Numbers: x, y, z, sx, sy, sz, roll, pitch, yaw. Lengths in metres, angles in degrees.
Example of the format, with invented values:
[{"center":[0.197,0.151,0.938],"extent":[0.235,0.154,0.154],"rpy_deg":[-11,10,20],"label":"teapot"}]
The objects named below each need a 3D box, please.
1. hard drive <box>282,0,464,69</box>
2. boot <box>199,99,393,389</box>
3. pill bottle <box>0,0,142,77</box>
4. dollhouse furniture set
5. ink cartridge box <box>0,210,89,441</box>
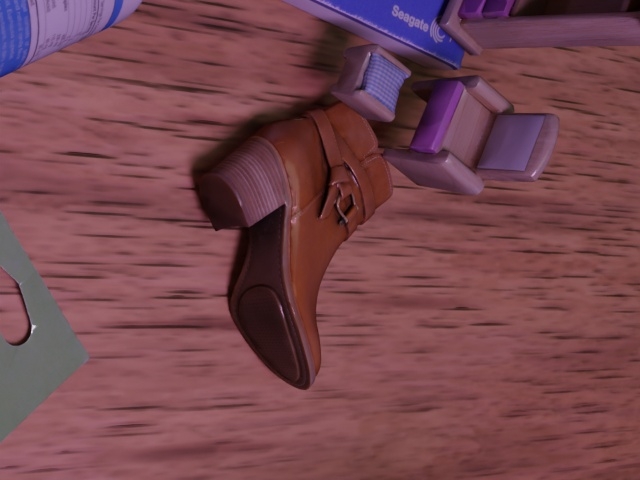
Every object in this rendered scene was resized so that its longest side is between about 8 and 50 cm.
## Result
[{"center":[0.067,-0.317,1.126],"extent":[0.210,0.040,0.318],"rpy_deg":[18,84,-42],"label":"hard drive"},{"center":[0.000,0.000,1.095],"extent":[0.152,0.073,0.197],"rpy_deg":[-34,120,-38],"label":"boot"},{"center":[-0.181,-0.172,0.874],"extent":[0.221,0.124,0.124],"rpy_deg":[-33,116,-35],"label":"pill bottle"},{"center":[0.099,-0.225,1.001],"extent":[0.303,0.198,0.286],"rpy_deg":[35,71,-39],"label":"dollhouse furniture set"},{"center":[-0.247,0.096,0.893],"extent":[0.235,0.056,0.171],"rpy_deg":[-43,127,-27],"label":"ink cartridge box"}]
